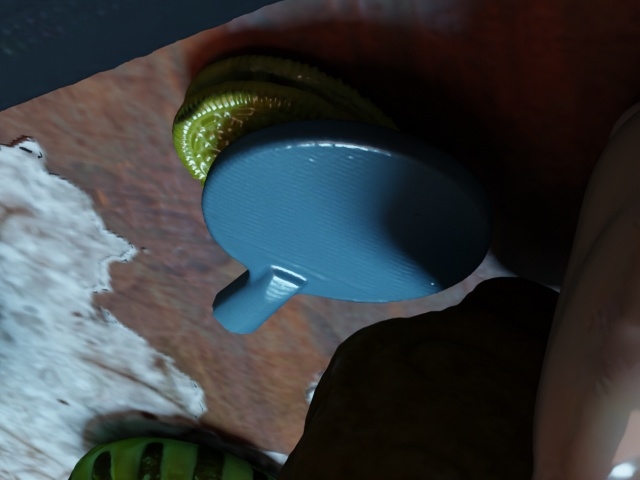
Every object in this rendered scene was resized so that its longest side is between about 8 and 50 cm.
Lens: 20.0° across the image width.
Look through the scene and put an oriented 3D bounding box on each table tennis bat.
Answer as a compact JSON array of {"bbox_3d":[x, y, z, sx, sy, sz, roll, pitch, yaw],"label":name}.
[{"bbox_3d":[0.000,0.000,0.649,0.100,0.019,0.155,22,149,-16],"label":"table tennis bat"}]

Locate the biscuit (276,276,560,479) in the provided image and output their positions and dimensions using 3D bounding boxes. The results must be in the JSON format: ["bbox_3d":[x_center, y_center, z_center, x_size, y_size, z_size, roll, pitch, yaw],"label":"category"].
[{"bbox_3d":[0.111,0.108,0.578,0.257,0.273,0.049,26,122,4],"label":"biscuit"}]

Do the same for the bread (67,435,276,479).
[{"bbox_3d":[-0.066,0.153,0.924,0.139,0.071,0.130,34,142,-22],"label":"bread"}]

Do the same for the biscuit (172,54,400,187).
[{"bbox_3d":[-0.011,-0.033,0.643,0.084,0.023,0.084,15,149,9],"label":"biscuit"}]

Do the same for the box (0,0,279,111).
[{"bbox_3d":[-0.139,-0.126,0.541,0.350,0.058,0.211,-16,133,44],"label":"box"}]

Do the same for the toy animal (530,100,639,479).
[{"bbox_3d":[0.166,0.041,0.526,0.198,0.171,0.171,14,149,8],"label":"toy animal"}]
